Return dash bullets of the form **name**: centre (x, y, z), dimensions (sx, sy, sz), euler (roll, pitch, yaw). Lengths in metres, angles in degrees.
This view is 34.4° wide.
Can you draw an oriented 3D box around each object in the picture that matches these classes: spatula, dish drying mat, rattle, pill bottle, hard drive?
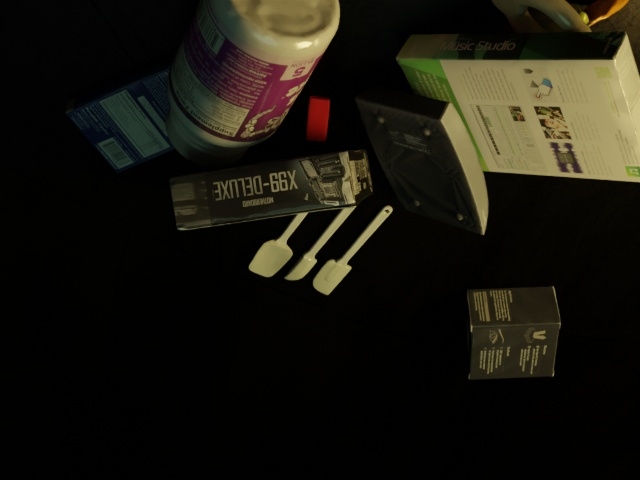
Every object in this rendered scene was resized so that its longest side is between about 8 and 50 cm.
- **spatula**: centre (0.000, 0.000, 1.750), dimensions (0.168, 0.019, 0.242), euler (22, 132, -20)
- **dish drying mat**: centre (-0.004, -0.184, 1.569), dimensions (0.032, 0.008, 0.083), euler (4, 136, -3)
- **rattle**: centre (0.297, -0.344, 1.376), dimensions (0.200, 0.130, 0.142), euler (42, 97, 6)
- **pill bottle**: centre (-0.104, -0.227, 1.353), dimensions (0.169, 0.169, 0.301), euler (16, 146, -16)
- **hard drive**: centre (0.161, -0.122, 1.542), dimensions (0.172, 0.054, 0.254), euler (20, 153, 37)

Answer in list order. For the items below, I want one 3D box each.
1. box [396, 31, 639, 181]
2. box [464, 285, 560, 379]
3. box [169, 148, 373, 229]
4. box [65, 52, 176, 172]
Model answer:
- **box**: centre (0.288, -0.185, 1.431), dimensions (0.322, 0.058, 0.232), euler (7, 145, 36)
- **box**: centre (0.344, 0.168, 1.869), dimensions (0.158, 0.093, 0.156), euler (-2, 135, 3)
- **box**: centre (-0.058, -0.078, 1.486), dimensions (0.243, 0.307, 0.076), euler (-8, 95, 7)
- **box**: centre (-0.245, -0.193, 1.537), dimensions (0.225, 0.036, 0.136), euler (-19, 133, 17)
